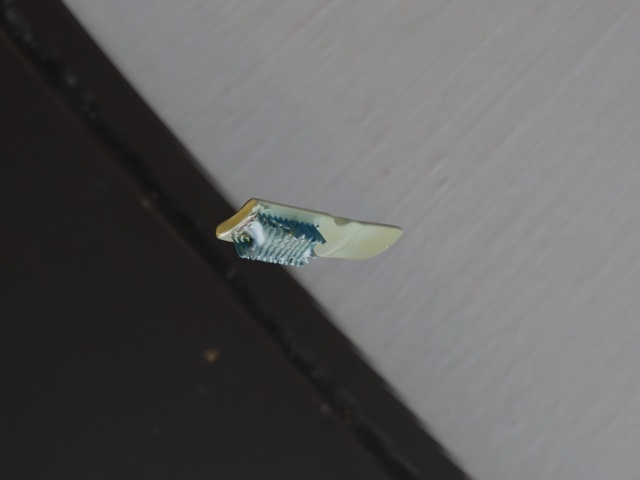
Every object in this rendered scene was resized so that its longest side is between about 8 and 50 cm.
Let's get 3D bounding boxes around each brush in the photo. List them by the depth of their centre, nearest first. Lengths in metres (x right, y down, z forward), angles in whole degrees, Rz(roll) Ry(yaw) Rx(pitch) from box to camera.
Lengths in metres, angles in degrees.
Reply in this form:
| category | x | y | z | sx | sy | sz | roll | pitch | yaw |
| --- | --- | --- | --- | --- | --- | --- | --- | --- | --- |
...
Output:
| category | x | y | z | sx | sy | sz | roll | pitch | yaw |
| --- | --- | --- | --- | --- | --- | --- | --- | --- | --- |
| brush | 0.000 | 0.000 | 0.544 | 0.016 | 0.084 | 0.013 | -41 | 68 | 21 |
